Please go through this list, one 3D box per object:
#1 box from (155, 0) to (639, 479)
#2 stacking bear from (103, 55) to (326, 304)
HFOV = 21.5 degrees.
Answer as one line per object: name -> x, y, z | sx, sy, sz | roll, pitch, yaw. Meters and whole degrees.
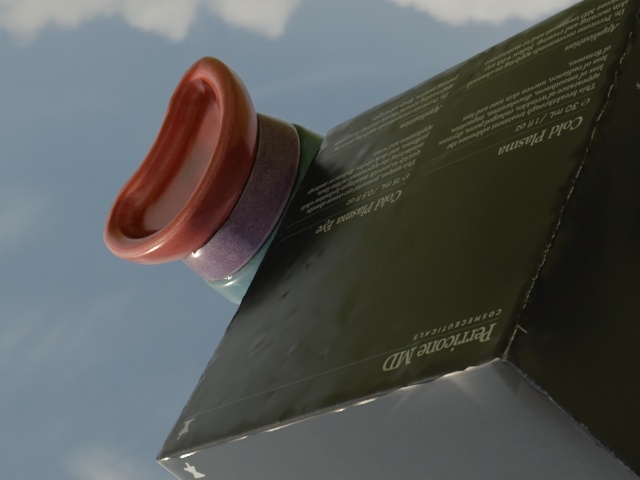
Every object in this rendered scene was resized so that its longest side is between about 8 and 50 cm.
box -> 0.108, 0.041, 1.088 | 0.343, 0.179, 0.312 | -23, -148, 50
stacking bear -> 0.000, 0.000, 1.366 | 0.289, 0.175, 0.164 | 28, -177, -26
